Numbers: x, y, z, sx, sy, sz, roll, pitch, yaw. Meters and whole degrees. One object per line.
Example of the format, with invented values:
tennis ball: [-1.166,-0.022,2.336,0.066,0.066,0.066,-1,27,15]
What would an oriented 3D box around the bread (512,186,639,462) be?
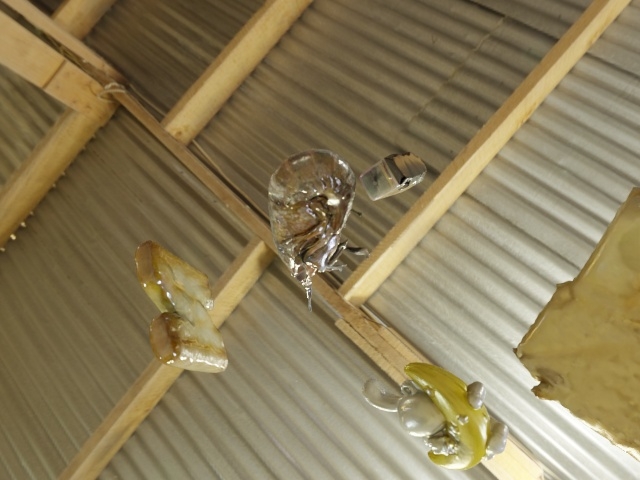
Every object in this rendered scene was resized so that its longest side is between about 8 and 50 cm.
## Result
bread: [0.483,0.111,0.520,0.390,0.371,0.279,31,-67,38]

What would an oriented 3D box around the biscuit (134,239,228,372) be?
biscuit: [-0.268,0.144,0.916,0.062,0.291,0.237,-20,-109,0]

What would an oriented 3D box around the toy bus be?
toy bus: [0.122,-0.104,0.757,0.072,0.172,0.057,-31,-94,27]

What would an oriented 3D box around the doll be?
doll: [0.229,0.341,0.915,0.237,0.111,0.252,48,-44,1]

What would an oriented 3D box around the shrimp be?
shrimp: [-0.007,-0.002,0.751,0.145,0.343,0.116,-18,-131,-18]
